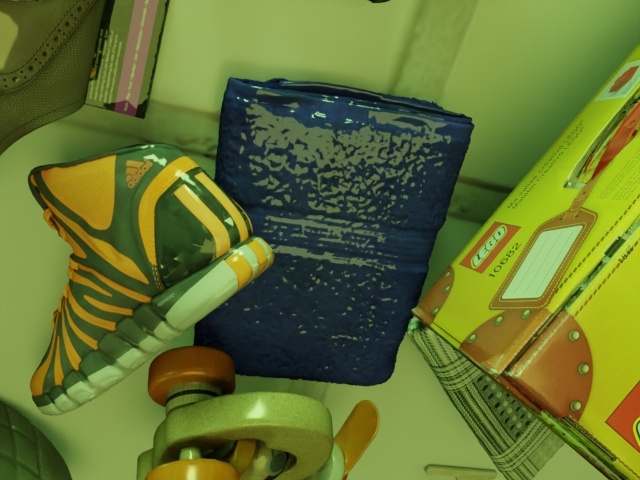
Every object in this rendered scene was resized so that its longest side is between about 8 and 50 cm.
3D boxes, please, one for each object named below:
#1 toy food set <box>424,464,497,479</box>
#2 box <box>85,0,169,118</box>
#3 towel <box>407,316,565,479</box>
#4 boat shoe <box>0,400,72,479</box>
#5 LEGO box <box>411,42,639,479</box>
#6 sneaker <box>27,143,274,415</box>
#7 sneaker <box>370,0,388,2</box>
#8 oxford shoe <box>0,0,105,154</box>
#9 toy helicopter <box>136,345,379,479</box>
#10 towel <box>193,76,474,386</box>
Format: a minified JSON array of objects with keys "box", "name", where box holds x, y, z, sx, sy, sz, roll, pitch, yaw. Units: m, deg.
[{"box":[0.161,0.418,0.843,0.128,0.071,0.217,19,110,-21],"name":"toy food set"},{"box":[-0.210,-0.175,0.481,0.162,0.029,0.116,11,112,-20],"name":"box"},{"box":[0.287,0.102,0.684,0.324,0.056,0.312,-39,119,-9],"name":"towel"},{"box":[-0.413,0.212,0.586,0.355,0.132,0.130,39,112,-18],"name":"boat shoe"},{"box":[0.395,0.006,0.522,0.372,0.193,0.500,41,90,-12],"name":"LEGO box"},{"box":[-0.196,0.026,0.546,0.321,0.124,0.180,-37,91,27],"name":"sneaker"},{"box":[0.015,-0.323,0.435,0.124,0.107,0.283,0,113,3],"name":"sneaker"},{"box":[-0.205,-0.176,0.419,0.363,0.130,0.133,-47,149,4],"name":"oxford shoe"},{"box":[-0.081,0.258,0.655,0.235,0.140,0.355,5,138,-19],"name":"toy helicopter"},{"box":[0.000,0.000,0.600,0.228,0.076,0.308,9,115,-9],"name":"towel"}]
